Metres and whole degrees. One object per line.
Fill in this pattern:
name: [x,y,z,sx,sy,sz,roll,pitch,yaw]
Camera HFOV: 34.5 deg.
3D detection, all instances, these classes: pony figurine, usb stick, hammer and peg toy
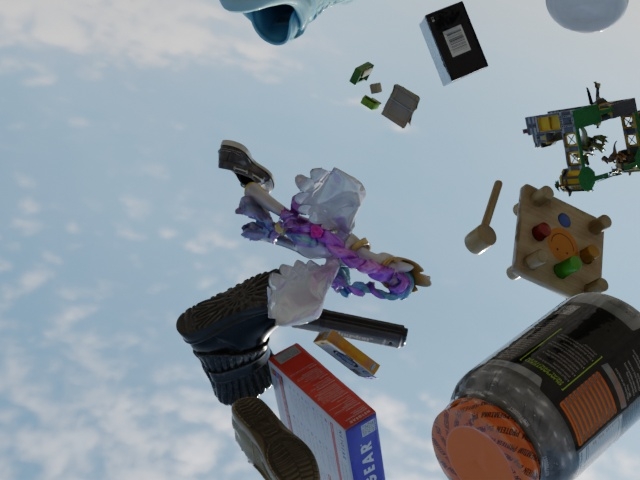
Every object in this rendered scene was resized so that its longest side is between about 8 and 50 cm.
pony figurine: [0.000,0.000,1.972,0.351,0.303,0.363,13,-168,-45]
usb stick: [0.063,0.201,2.398,0.278,0.077,0.045,11,-130,2]
hammer and peg toy: [0.538,-0.012,2.491,0.361,0.127,0.266,24,-122,-18]

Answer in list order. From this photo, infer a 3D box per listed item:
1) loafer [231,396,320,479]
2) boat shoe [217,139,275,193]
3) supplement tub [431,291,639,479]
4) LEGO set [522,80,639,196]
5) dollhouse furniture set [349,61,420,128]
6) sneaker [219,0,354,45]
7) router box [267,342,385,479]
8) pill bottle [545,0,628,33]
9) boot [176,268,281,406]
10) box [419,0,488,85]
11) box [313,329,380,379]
loafer: [-0.090,0.426,2.049,0.102,0.092,0.268,-17,-133,-28]
boat shoe: [-0.156,-0.132,2.100,0.075,0.065,0.206,8,160,24]
supplement tub: [0.305,0.214,1.371,0.316,0.193,0.193,-28,-134,-36]
LEGO set: [0.669,-0.248,2.637,0.331,0.255,0.192,-27,-166,-31]
dollhouse furniture set: [0.132,-0.288,2.017,0.151,0.076,0.058,35,-147,14]
sneaker: [-0.047,-0.333,1.374,0.135,0.150,0.366,14,-172,24]
router box: [0.020,0.439,2.265,0.082,0.335,0.301,-27,-142,-24]
pill bottle: [0.546,-0.563,2.069,0.162,0.162,0.278,18,-124,0]
boot: [-0.128,0.219,2.341,0.348,0.260,0.131,-21,-147,11]
box: [0.295,-0.437,2.296,0.093,0.156,0.158,-22,-175,2]
box: [0.057,0.226,2.013,0.136,0.028,0.081,36,161,-11]
